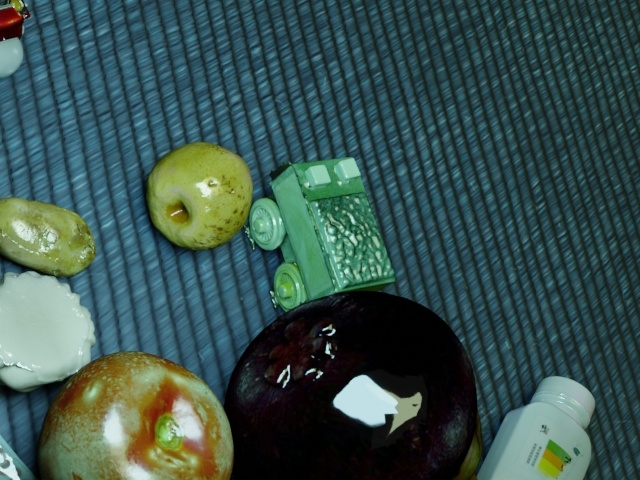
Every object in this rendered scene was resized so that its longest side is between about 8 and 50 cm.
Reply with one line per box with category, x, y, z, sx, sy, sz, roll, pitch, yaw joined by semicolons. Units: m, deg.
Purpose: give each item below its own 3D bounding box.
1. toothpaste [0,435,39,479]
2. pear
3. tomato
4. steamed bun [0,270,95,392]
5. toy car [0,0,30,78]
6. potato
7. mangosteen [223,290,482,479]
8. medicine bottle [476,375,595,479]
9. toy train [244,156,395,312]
toothpaste;-0.403;0.335;1.810;0.205;0.036;0.056;46;55;-3
pear;-0.182;-0.072;2.056;0.178;0.178;0.178;13;64;-28
tomato;-0.259;0.291;1.801;0.270;0.223;0.270;23;53;-34
steamed bun;-0.408;0.130;1.848;0.183;0.106;0.182;17;57;-27
toy car;-0.490;-0.297;1.984;0.139;0.112;0.112;-31;104;-47
potato;-0.405;-0.007;1.925;0.171;0.080;0.107;23;47;-22
mangosteen;0.063;0.281;1.947;0.435;0.382;0.382;55;46;-39
medicine bottle;0.369;0.374;2.248;0.161;0.111;0.296;42;53;-11
toy train;0.000;0.000;2.115;0.159;0.188;0.271;-9;74;-37
